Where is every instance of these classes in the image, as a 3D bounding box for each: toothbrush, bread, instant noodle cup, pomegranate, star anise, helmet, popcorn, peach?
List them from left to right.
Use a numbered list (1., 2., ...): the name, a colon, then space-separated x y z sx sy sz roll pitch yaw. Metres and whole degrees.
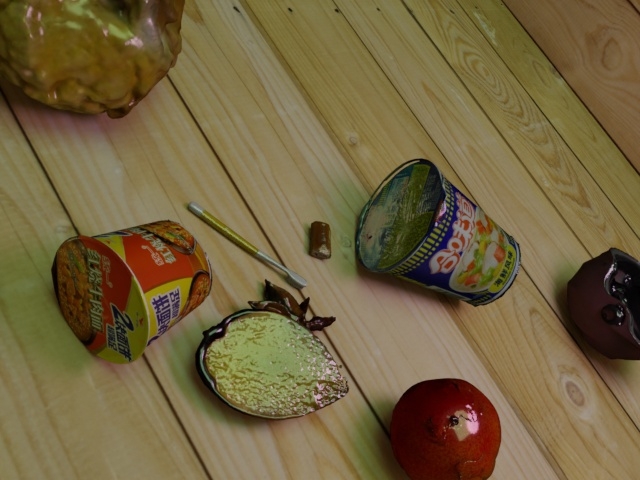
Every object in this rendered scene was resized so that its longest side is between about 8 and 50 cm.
1. popcorn: -0.430 -0.426 1.150 0.389 0.344 0.354 -26 63 -11
2. instant noodle cup: -0.291 0.066 1.000 0.213 0.213 0.174 51 37 6
3. toothbrush: -0.147 0.012 1.259 0.288 0.024 0.021 36 43 -7
4. peach: -0.085 0.224 1.096 0.279 0.068 0.189 24 65 -13
5. star anise: -0.072 0.144 1.192 0.212 0.053 0.157 -34 87 -41
6. bread: 0.000 0.000 1.362 0.046 0.036 0.083 13 54 -18
7. instant noodle cup: 0.284 0.006 1.420 0.312 0.284 0.284 28 47 -28
8. pomegranate: 0.236 0.366 1.158 0.235 0.210 0.210 58 35 -34
9. helmet: 0.789 0.196 1.676 0.270 0.197 0.339 11 60 -39
